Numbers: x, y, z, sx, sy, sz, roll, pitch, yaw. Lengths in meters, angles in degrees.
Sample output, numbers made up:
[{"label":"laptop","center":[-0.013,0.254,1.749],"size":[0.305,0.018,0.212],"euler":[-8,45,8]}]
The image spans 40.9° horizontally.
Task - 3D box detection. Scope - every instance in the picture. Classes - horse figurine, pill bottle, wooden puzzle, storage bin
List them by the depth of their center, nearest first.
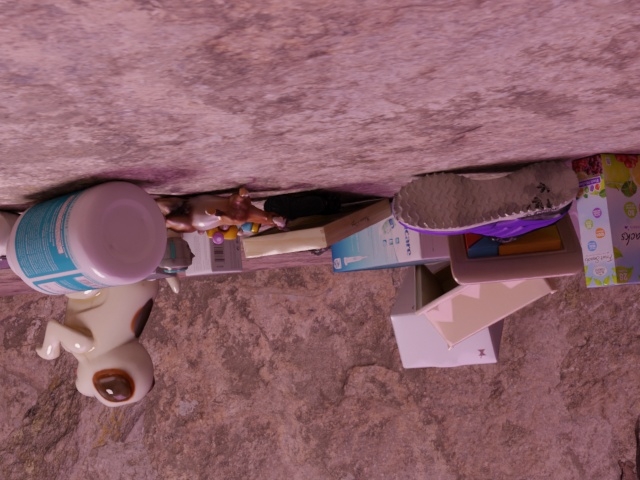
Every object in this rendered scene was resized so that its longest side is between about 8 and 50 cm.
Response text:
[{"label":"pill bottle","center":[-0.357,0.003,1.258],"size":[0.264,0.146,0.146],"euler":[-9,174,42]},{"label":"horse figurine","center":[-0.191,-0.043,1.357],"size":[0.264,0.066,0.174],"euler":[-6,174,9]},{"label":"wooden puzzle","center":[0.332,-0.024,1.511],"size":[0.221,0.044,0.238],"euler":[-6,-140,6]},{"label":"storage bin","center":[0.342,0.067,1.822],"size":[0.262,0.123,0.260],"euler":[-33,-161,19]}]

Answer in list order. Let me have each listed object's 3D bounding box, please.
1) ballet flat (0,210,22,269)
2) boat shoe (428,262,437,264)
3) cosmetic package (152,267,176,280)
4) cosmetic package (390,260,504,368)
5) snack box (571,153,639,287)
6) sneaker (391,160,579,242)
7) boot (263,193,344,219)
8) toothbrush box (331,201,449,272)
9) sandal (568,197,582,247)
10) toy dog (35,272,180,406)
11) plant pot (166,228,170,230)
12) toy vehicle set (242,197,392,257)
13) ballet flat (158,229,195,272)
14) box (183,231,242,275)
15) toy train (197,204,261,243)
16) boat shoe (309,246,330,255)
[{"label":"ballet flat","center":[-0.545,-0.004,1.334],"size":[0.281,0.095,0.096],"euler":[-3,163,-22]},{"label":"boat shoe","center":[0.311,-0.008,2.043],"size":[0.321,0.118,0.103],"euler":[-13,169,15]},{"label":"cosmetic package","center":[-0.400,0.036,1.888],"size":[0.127,0.107,0.238],"euler":[-5,178,-1]},{"label":"cosmetic package","center":[0.341,0.123,2.158],"size":[0.230,0.161,0.453],"euler":[-7,-154,20]},{"label":"snack box","center":[0.500,-0.032,1.385],"size":[0.175,0.207,0.070],"euler":[-3,175,-31]},{"label":"sneaker","center":[0.266,-0.042,1.405],"size":[0.294,0.102,0.146],"euler":[-5,155,6]},{"label":"boot","center":[-0.026,-0.060,1.498],"size":[0.121,0.045,0.099],"euler":[-5,-179,21]},{"label":"toothbrush box","center":[0.187,-0.012,1.755],"size":[0.217,0.126,0.296],"euler":[-3,176,-33]},{"label":"sandal","center":[0.622,-0.065,1.697],"size":[0.416,0.169,0.102],"euler":[-12,-148,53]},{"label":"toy dog","center":[-0.559,0.243,2.319],"size":[0.396,0.407,0.284],"euler":[-5,176,0]},{"label":"plant pot","center":[-0.319,-0.006,1.604],"size":[0.083,0.081,0.081],"euler":[2,173,-23]},{"label":"toy vehicle set","center":[0.000,-0.025,1.562],"size":[0.166,0.035,0.267],"euler":[-8,-171,31]},{"label":"ballet flat","center":[-0.252,0.014,1.474],"size":[0.072,0.068,0.213],"euler":[-7,-177,-12]},{"label":"box","center":[-0.237,0.024,1.891],"size":[0.087,0.101,0.102],"euler":[-8,174,37]},{"label":"toy train","center":[-0.177,-0.045,1.476],"size":[0.166,0.046,0.125],"euler":[-12,-145,-44]},{"label":"boat shoe","center":[0.000,0.000,2.020],"size":[0.224,0.073,0.080],"euler":[-2,174,-34]}]
